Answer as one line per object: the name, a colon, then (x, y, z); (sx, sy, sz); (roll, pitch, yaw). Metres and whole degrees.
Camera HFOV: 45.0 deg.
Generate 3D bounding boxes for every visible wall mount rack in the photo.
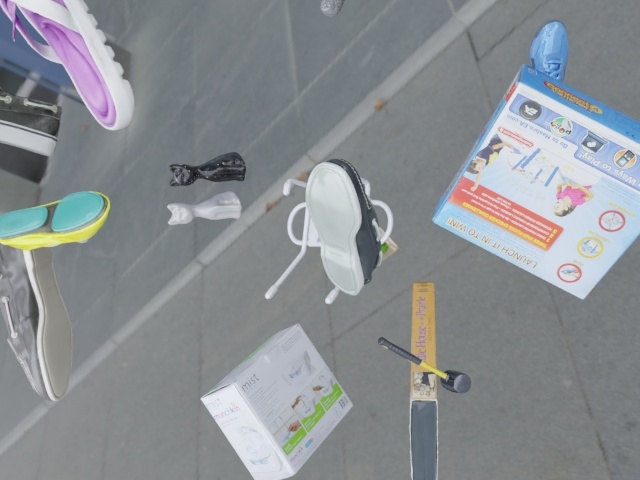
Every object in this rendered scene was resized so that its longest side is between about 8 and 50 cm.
wall mount rack: (0.000, 0.000, 1.854); (0.350, 0.130, 0.304); (0, 81, 45)

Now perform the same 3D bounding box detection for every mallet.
mallet: (0.189, 0.223, 1.388); (0.039, 0.189, 0.062); (-63, 22, -10)

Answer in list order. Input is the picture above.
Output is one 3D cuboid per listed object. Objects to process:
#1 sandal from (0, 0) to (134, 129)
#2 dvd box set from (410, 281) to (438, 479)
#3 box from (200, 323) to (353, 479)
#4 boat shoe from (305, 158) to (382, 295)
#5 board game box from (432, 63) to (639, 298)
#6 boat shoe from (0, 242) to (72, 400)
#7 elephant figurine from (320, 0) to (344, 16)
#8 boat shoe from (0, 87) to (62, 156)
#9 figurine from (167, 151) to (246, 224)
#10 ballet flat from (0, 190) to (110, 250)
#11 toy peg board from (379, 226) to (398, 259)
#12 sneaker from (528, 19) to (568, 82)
sandal: (-0.455, -0.356, 1.276); (0.416, 0.102, 0.169); (51, 145, 7)
dvd box set: (0.248, 0.345, 1.856); (0.420, 0.062, 0.308); (-79, -14, -56)
box: (-0.087, 0.349, 1.675); (0.126, 0.231, 0.262); (-32, 4, 39)
boat shoe: (0.048, -0.035, 1.337); (0.114, 0.303, 0.091); (29, 57, 26)
board game box: (0.396, -0.091, 1.306); (0.302, 0.308, 0.086); (-63, -1, 38)
boat shoe: (-0.514, 0.118, 1.360); (0.095, 0.112, 0.335); (-7, 94, 11)
elephant figurine: (0.096, -0.500, 1.363); (0.186, 0.239, 0.169); (24, 78, 15)
boat shoe: (-0.388, -0.155, 0.855); (0.077, 0.219, 0.070); (12, 88, 36)
figurine: (-0.328, -0.136, 2.165); (0.092, 0.209, 0.215); (53, 143, 43)
ballet flat: (-0.404, -0.024, 1.209); (0.230, 0.077, 0.077); (-9, 56, 24)
toy peg board: (0.105, -0.002, 1.990); (0.079, 0.161, 0.161); (-43, -3, -11)
sneaker: (0.400, -0.274, 1.349); (0.082, 0.069, 0.209); (-105, 17, -59)
